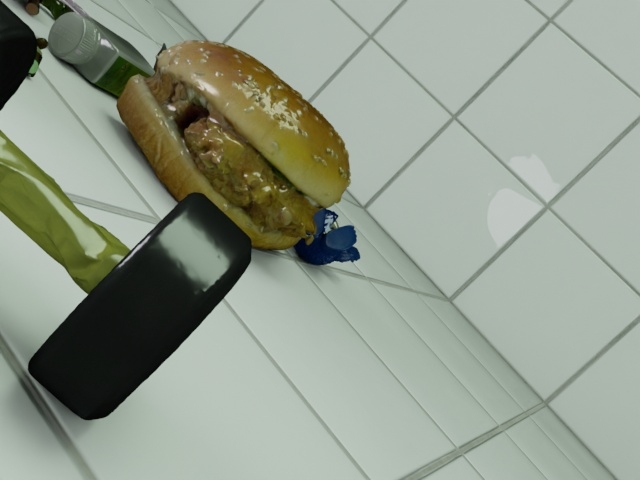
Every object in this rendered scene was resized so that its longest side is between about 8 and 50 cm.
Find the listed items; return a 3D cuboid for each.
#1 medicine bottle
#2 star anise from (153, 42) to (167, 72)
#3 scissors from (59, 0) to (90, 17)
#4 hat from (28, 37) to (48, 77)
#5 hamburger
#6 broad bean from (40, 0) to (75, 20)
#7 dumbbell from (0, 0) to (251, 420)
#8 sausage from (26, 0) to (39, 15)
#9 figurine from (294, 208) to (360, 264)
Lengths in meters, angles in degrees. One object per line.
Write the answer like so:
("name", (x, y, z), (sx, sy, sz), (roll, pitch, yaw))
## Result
("medicine bottle", (-0.415, -0.351, 1.541), (0.132, 0.088, 0.188), (50, 11, 26))
("star anise", (-0.324, -0.314, 1.778), (0.218, 0.148, 0.227), (8, -9, -15))
("scissors", (-0.601, -0.556, 1.827), (0.110, 0.021, 0.212), (49, 10, 34))
("hat", (-0.459, -0.297, 1.243), (0.077, 0.059, 0.076), (29, 13, -43))
("hamburger", (-0.120, -0.142, 1.422), (0.445, 0.268, 0.287), (41, 15, -28))
("broad bean", (-0.506, -0.441, 1.667), (0.195, 0.046, 0.061), (39, 29, 12))
("dumbbell", (-0.231, -0.031, 0.655), (0.322, 0.204, 0.204), (44, 10, -7))
("sausage", (-0.563, -0.466, 1.601), (0.026, 0.026, 0.116), (39, 11, -31))
("figurine", (-0.005, -0.006, 1.766), (0.164, 0.120, 0.262), (46, -5, 12))
